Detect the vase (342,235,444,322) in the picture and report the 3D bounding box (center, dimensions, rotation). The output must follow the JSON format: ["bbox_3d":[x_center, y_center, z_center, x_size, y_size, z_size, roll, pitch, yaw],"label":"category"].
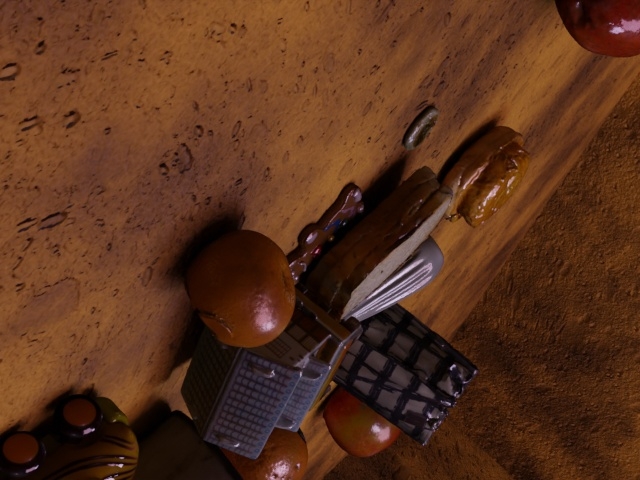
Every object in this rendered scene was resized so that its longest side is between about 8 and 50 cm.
[{"bbox_3d":[0.131,0.078,1.773,0.248,0.128,0.128,-37,161,-9],"label":"vase"}]

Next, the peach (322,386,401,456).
[{"bbox_3d":[0.126,0.515,2.529,0.231,0.231,0.231,-44,162,-18],"label":"peach"}]

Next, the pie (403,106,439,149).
[{"bbox_3d":[0.172,-0.190,1.460,0.085,0.017,0.085,-44,163,-17],"label":"pie"}]

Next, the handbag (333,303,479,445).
[{"bbox_3d":[0.161,0.279,1.928,0.162,0.327,0.325,-46,165,-25],"label":"handbag"}]

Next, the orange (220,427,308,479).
[{"bbox_3d":[-0.122,0.459,1.849,0.206,0.206,0.206,-44,162,-18],"label":"orange"}]

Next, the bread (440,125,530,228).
[{"bbox_3d":[0.349,-0.137,1.843,0.236,0.120,0.198,-40,159,-29],"label":"bread"}]

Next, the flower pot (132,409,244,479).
[{"bbox_3d":[-0.273,0.482,1.371,0.330,0.293,0.293,-35,159,-25],"label":"flower pot"}]

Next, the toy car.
[{"bbox_3d":[-0.328,0.319,1.098,0.248,0.142,0.200,-33,158,-38],"label":"toy car"}]

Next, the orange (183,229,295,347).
[{"bbox_3d":[-0.104,0.062,1.115,0.134,0.154,0.155,-10,174,19],"label":"orange"}]

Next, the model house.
[{"bbox_3d":[-0.083,0.179,1.312,0.215,0.198,0.224,-39,162,-48],"label":"model house"}]

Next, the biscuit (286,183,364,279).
[{"bbox_3d":[0.000,0.000,1.429,0.205,0.031,0.138,-45,163,-9],"label":"biscuit"}]

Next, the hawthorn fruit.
[{"bbox_3d":[0.500,-0.426,1.495,0.262,0.210,0.210,0,133,-39],"label":"hawthorn fruit"}]

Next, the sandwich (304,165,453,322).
[{"bbox_3d":[0.096,0.019,1.559,0.301,0.099,0.271,-41,166,-22],"label":"sandwich"}]
